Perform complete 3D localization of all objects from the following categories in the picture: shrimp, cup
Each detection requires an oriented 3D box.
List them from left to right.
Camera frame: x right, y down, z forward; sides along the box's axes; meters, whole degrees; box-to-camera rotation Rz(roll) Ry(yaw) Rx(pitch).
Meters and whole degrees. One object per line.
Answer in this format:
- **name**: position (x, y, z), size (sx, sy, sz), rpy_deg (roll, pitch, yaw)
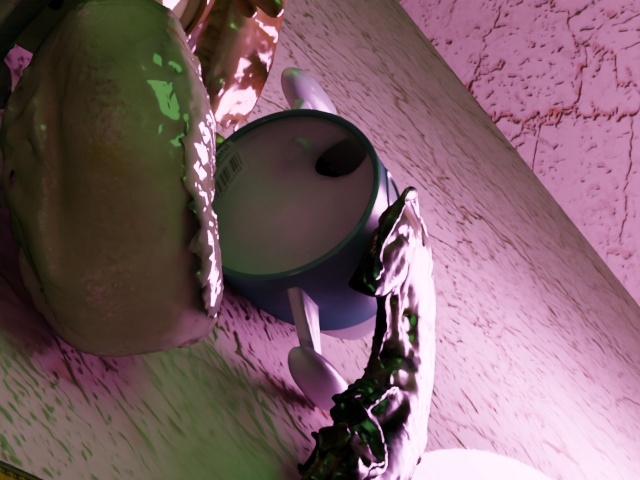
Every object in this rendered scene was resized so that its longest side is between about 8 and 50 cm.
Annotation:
- **cup**: position (0.000, 0.000, 1.375), size (0.173, 0.167, 0.299), rpy_deg (50, 32, -53)
- **shrimp**: position (0.036, 0.090, 1.188), size (0.071, 0.233, 0.365), rpy_deg (6, 18, 15)

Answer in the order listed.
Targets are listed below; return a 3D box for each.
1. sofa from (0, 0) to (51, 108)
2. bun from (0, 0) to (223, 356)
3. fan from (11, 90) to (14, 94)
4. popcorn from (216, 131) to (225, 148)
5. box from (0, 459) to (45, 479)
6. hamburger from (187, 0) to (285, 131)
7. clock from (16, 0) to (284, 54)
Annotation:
- **sofa**: position (-0.248, -0.205, 1.083), size (0.210, 0.225, 0.176), rpy_deg (44, 20, 0)
- **bun**: position (-0.138, -0.043, 1.064), size (0.239, 0.141, 0.239), rpy_deg (175, -90, -82)
- **fan**: position (-0.195, -0.069, 1.297), size (0.133, 0.005, 0.085), rpy_deg (44, 14, -7)
- **popcorn**: position (-0.113, -0.063, 1.410), size (0.083, 0.059, 0.068), rpy_deg (43, 53, 13)
- **box**: position (-0.136, 0.197, 0.711), size (0.153, 0.041, 0.279), rpy_deg (33, 20, -39)
- **hamburger**: position (-0.186, -0.329, 1.440), size (0.268, 0.287, 0.445), rpy_deg (21, 20, -50)
- **clock**: position (-0.171, -0.223, 1.151), size (0.096, 0.308, 0.235), rpy_deg (-52, 142, -39)
